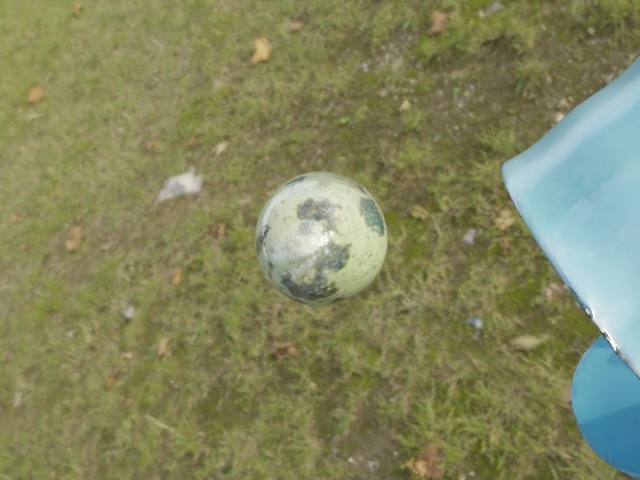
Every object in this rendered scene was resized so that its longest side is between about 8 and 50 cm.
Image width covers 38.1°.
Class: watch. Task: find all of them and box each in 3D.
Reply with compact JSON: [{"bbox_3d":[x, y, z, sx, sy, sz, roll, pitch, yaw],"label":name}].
[{"bbox_3d":[0.177,0.017,0.407,0.211,0.193,0.211,-35,32,26],"label":"watch"}]

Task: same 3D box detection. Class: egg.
[{"bbox_3d":[0.000,0.000,0.970,0.141,0.141,0.181,-46,2,17],"label":"egg"}]
